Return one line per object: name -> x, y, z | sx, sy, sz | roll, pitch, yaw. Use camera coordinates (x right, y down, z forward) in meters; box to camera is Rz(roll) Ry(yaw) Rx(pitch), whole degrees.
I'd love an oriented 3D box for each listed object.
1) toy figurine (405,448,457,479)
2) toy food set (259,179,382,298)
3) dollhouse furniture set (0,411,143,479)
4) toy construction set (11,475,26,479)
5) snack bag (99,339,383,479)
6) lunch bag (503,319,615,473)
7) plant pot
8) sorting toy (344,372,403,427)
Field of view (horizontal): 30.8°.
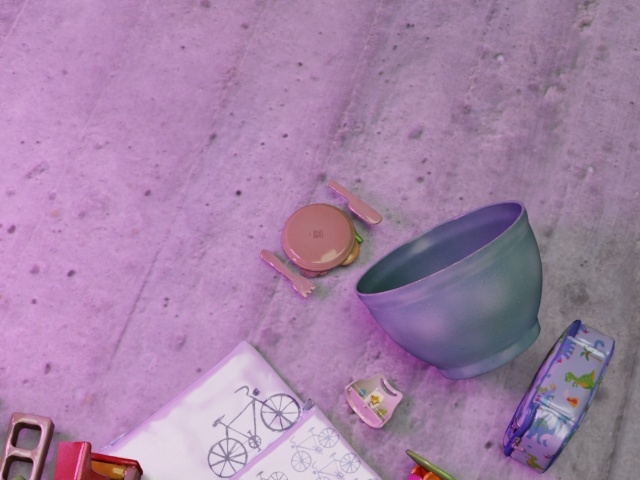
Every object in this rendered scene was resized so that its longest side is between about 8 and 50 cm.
toy figurine -> 0.159, 0.429, 1.753 | 0.173, 0.130, 0.159 | 37, 81, -17
toy food set -> 0.000, 0.000, 1.941 | 0.132, 0.038, 0.192 | 40, 74, 18
dollhouse furniture set -> -0.446, 0.276, 1.670 | 0.374, 0.201, 0.152 | 9, 67, 3
toy construction set -> -0.576, 0.396, 1.569 | 0.257, 0.309, 0.237 | -25, 68, -44
snack bag -> -0.121, 0.355, 1.775 | 0.323, 0.037, 0.342 | -37, 76, -18
lunch bag -> 0.366, 0.244, 1.801 | 0.090, 0.176, 0.219 | 28, 65, 11
plant pot -> 0.225, 0.093, 1.814 | 0.293, 0.293, 0.196 | -31, 101, -17
sorting toy -> 0.089, 0.249, 1.841 | 0.075, 0.045, 0.083 | -36, 75, -26
